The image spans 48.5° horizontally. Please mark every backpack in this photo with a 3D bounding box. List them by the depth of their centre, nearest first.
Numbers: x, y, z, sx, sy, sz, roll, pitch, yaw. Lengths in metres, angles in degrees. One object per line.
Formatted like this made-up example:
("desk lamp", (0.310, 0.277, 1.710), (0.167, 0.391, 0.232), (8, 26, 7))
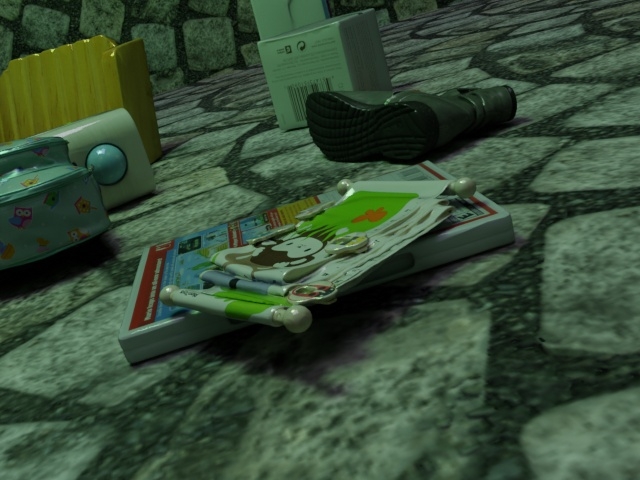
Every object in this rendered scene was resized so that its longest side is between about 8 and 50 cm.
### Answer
("backpack", (-0.323, -0.037, 0.780), (0.165, 0.144, 0.188), (-20, 21, -23))

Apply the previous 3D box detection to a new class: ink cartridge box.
("ink cartridge box", (-0.044, -0.460, 1.550), (0.151, 0.270, 0.395), (-13, 19, 4))

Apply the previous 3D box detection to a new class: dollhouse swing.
("dollhouse swing", (-0.507, -0.201, 1.208), (0.346, 0.315, 0.305), (-10, -1, 17))

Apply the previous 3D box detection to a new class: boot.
("boot", (0.105, -0.151, 0.871), (0.161, 0.084, 0.246), (-20, 23, -32))

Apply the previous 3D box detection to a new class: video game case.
("video game case", (-0.014, 0.004, 0.583), (0.285, 0.025, 0.204), (-17, 19, -3))

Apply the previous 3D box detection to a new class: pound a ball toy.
("pound a ball toy", (-0.400, -0.102, 0.924), (0.319, 0.208, 0.135), (-26, 21, -29))

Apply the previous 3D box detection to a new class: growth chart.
("growth chart", (0.000, 0.000, 0.513), (0.172, 0.021, 0.237), (0, 24, 43))

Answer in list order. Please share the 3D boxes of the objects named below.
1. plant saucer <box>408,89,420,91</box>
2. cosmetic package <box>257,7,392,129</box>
("plant saucer", (0.120, -0.222, 1.135), (0.083, 0.013, 0.083), (-15, 19, 5))
("cosmetic package", (0.014, -0.292, 1.205), (0.151, 0.152, 0.184), (-6, 21, 25))
